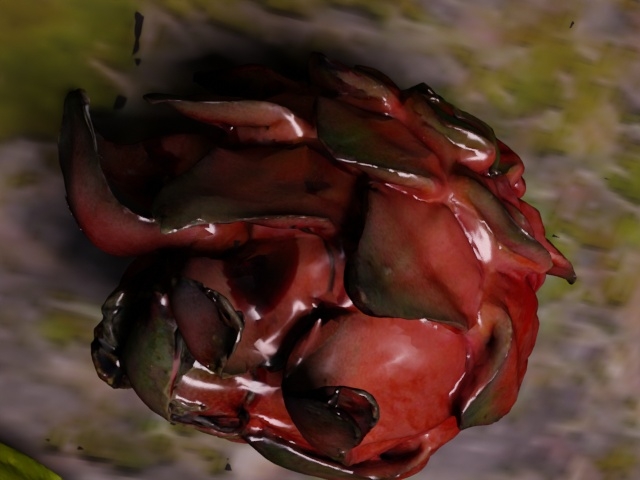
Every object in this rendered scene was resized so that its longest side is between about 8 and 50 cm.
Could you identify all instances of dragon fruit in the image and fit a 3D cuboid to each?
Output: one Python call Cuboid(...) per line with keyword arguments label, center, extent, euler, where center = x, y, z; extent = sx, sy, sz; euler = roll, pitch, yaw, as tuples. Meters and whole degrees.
Cuboid(label="dragon fruit", center=(0.002, 0.007, 0.515), extent=(0.142, 0.130, 0.121), euler=(-4, 79, -28))

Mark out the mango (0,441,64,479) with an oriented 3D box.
Cuboid(label="mango", center=(-0.113, 0.102, 0.557), extent=(0.091, 0.074, 0.165), euler=(-50, 134, 4))
